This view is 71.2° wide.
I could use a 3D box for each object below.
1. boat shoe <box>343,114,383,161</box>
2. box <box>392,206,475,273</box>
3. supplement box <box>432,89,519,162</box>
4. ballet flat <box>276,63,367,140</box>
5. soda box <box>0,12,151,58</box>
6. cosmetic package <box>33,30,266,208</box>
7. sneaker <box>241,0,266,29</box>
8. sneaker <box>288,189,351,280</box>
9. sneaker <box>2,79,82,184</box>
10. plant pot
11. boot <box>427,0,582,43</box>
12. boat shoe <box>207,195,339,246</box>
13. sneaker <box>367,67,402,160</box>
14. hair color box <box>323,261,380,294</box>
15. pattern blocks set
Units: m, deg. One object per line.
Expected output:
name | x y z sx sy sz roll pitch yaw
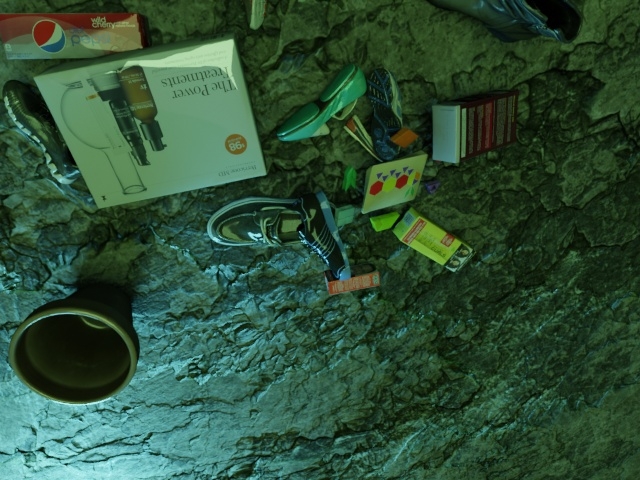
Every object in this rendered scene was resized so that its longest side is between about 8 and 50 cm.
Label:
boat shoe | 0.116 -0.249 1.101 0.137 0.049 0.043 41 99 -17
box | 0.310 0.002 1.212 0.232 0.058 0.087 29 109 -27
supplement box | 0.371 -0.276 1.063 0.239 0.073 0.130 -21 117 -30
ballet flat | 0.012 -0.298 1.046 0.247 0.083 0.087 -40 127 10
soda box | -0.487 -0.413 0.905 0.263 0.092 0.084 -4 114 -7
cosmetic package | -0.325 -0.243 0.928 0.377 0.097 0.285 -12 126 -1
sneaker | -0.155 -0.531 0.942 0.064 0.061 0.158 7 113 17
sneaker | 0.000 0.000 1.051 0.090 0.081 0.232 -22 108 -4
sneaker | -0.571 -0.237 0.960 0.106 0.078 0.234 -10 120 21
plant pot | -0.557 0.220 1.084 0.262 0.229 0.263 -3 113 -7
boot | 0.368 -0.521 0.930 0.338 0.223 0.118 17 110 -16
boat shoe | -0.114 -0.045 1.107 0.335 0.119 0.121 -9 114 -6
sneaker | 0.164 -0.297 1.058 0.080 0.081 0.211 7 113 30
hair color box | 0.085 0.103 1.229 0.141 0.072 0.043 -10 114 -6
pattern blocks set | 0.180 -0.143 1.092 0.324 0.026 0.286 -10 133 -33
